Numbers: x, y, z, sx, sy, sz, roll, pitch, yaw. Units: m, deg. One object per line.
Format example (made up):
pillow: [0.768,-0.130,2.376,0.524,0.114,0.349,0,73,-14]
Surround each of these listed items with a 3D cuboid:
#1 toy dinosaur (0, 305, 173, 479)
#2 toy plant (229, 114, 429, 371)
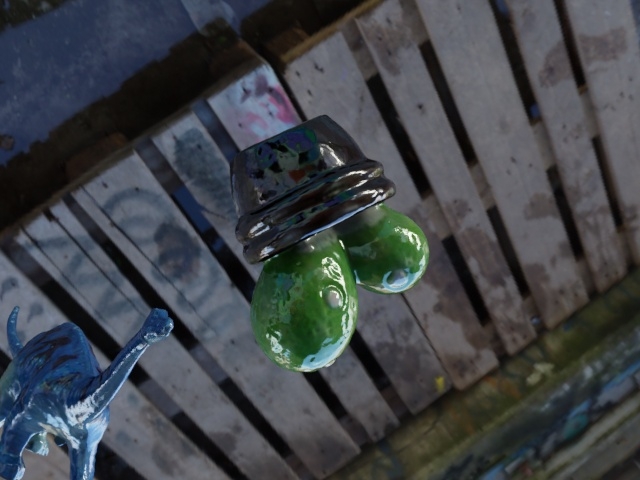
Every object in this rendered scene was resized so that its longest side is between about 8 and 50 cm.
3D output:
toy dinosaur: [-0.204,0.118,0.644,0.076,0.329,0.144,23,74,-31]
toy plant: [0.000,0.000,0.900,0.218,0.175,0.235,-27,90,-22]
